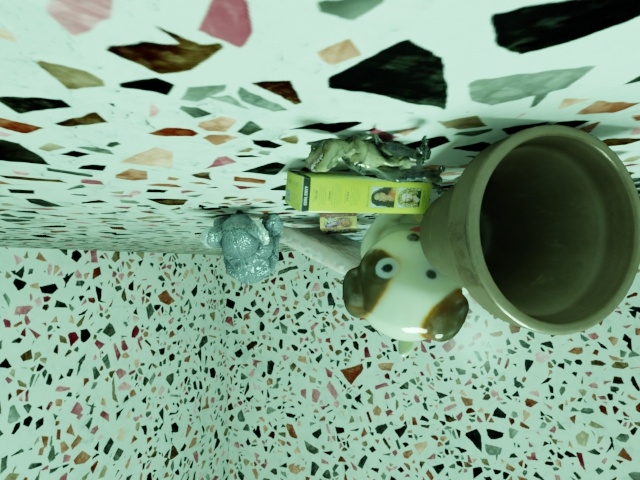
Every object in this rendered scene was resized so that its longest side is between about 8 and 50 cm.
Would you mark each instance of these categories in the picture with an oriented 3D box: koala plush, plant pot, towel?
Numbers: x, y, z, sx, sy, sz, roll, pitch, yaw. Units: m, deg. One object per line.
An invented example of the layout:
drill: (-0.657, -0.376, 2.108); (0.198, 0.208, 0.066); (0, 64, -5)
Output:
koala plush: (-0.202, 0.002, 1.084); (0.197, 0.203, 0.221); (-3, 164, 0)
plant pot: (0.264, -0.010, 0.600); (0.263, 0.262, 0.229); (-1, 178, -16)
towel: (0.057, 0.030, 1.317); (0.332, 0.053, 0.317); (25, -165, 24)

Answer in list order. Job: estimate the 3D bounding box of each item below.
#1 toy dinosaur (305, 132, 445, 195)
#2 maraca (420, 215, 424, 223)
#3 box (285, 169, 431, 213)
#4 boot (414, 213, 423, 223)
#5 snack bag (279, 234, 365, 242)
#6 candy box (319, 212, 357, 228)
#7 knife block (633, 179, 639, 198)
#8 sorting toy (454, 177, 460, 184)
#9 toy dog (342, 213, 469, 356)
toy dinosaur: (0.098, -0.103, 0.540); (0.118, 0.063, 0.268); (16, -169, 36)
maraca: (0.358, -0.054, 1.104); (0.186, 0.099, 0.127); (-19, -151, 4)
box: (0.064, -0.081, 0.686); (0.233, 0.058, 0.087); (-2, -164, -23)
boot: (0.387, 0.005, 1.309); (0.296, 0.104, 0.211); (7, 142, 2)
snack bag: (0.000, 0.000, 1.697); (0.323, 0.037, 0.343); (2, -176, 44)
candy box: (0.057, -0.053, 1.254); (0.109, 0.053, 0.186); (-2, 174, 5)
knife block: (0.653, -0.082, 0.952); (0.242, 0.088, 0.276); (1, 174, -36)
sorting toy: (0.376, -0.116, 0.727); (0.209, 0.038, 0.193); (3, 175, -7)
toy dog: (0.189, 0.078, 0.883); (0.285, 0.395, 0.408); (25, -171, 17)
